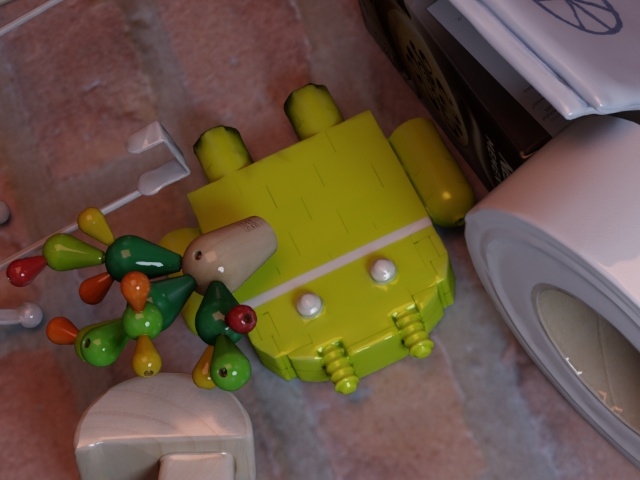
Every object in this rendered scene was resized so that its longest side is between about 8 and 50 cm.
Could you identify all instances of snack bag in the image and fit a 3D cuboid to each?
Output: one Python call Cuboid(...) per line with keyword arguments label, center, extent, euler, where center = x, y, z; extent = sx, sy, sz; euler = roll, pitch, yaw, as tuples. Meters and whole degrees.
Cuboid(label="snack bag", center=(0.184, -0.196, 1.235), extent=(0.343, 0.037, 0.323), euler=(-9, 48, -46))

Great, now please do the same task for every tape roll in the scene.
Cuboid(label="tape roll", center=(0.226, 0.056, 1.146), extent=(0.100, 0.286, 0.286), euler=(-40, 59, -12))

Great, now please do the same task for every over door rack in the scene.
Cuboid(label="over door rack", center=(-0.258, -0.062, 1.419), extent=(0.324, 0.108, 0.239), euler=(-34, 58, 15))

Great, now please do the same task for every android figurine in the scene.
Cuboid(label="android figurine", center=(0.000, 0.000, 1.369), extent=(0.248, 0.056, 0.273), euler=(-23, 56, -1))

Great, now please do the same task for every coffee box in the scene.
Cuboid(label="coffee box", center=(0.138, -0.148, 1.357), extent=(0.119, 0.168, 0.297), euler=(-30, 57, -5))

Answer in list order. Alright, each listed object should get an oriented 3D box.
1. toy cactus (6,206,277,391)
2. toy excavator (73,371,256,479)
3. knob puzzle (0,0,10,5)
Cuboid(label="toy cactus", center=(-0.111, 0.028, 1.277), extent=(0.219, 0.112, 0.180), euler=(21, 43, 41))
Cuboid(label="toy excavator", center=(-0.179, 0.338, 1.148), extent=(0.445, 0.222, 0.433), euler=(-22, 55, -17))
Cuboid(label="knob puzzle", center=(-0.344, -0.282, 1.632), extent=(0.213, 0.030, 0.213), euler=(-6, 59, 10))
